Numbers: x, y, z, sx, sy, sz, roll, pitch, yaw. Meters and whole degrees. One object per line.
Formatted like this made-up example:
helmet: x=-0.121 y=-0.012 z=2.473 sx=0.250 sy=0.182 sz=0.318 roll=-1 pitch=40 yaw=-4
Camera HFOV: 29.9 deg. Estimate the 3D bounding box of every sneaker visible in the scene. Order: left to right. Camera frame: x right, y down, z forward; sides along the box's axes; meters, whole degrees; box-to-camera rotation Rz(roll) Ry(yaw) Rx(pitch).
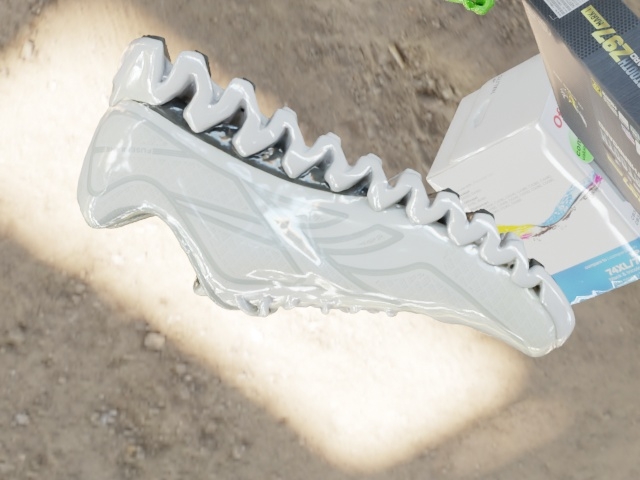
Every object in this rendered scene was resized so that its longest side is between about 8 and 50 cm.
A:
sneaker: x=0.000 y=0.000 z=0.673 sx=0.292 sy=0.110 sz=0.118 roll=28 pitch=86 yaw=4

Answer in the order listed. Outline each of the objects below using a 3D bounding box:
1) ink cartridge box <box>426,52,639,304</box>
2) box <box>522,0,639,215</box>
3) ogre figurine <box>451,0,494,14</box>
ink cartridge box: x=0.317 y=-0.083 z=1.603 sx=0.197 sy=0.198 sz=0.270 roll=-27 pitch=115 yaw=41
box: x=0.250 y=-0.088 z=0.931 sx=0.059 sy=0.233 sz=0.183 roll=-31 pitch=144 yaw=4
ogre figurine: x=0.117 y=-0.329 z=1.303 sx=0.096 sy=0.197 sz=0.118 roll=-22 pitch=139 yaw=14
